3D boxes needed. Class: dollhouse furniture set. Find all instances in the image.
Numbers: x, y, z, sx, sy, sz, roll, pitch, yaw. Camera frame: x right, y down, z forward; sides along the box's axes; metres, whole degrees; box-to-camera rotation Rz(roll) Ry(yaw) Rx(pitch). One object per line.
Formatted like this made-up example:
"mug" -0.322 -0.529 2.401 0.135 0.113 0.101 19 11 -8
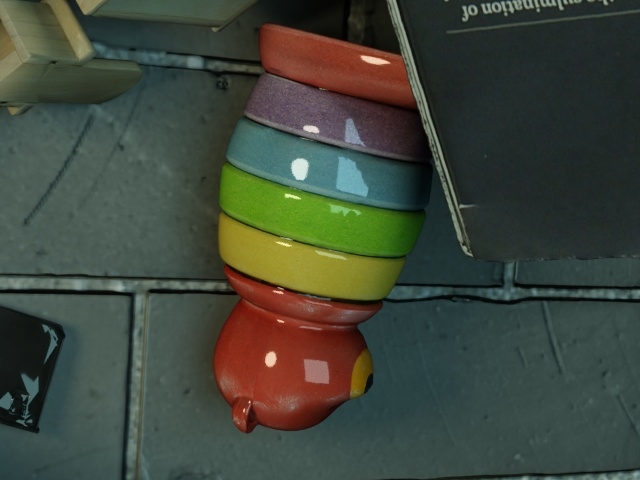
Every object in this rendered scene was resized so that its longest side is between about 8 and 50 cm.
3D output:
"dollhouse furniture set" -0.165 -0.312 1.005 0.355 0.303 0.174 60 25 11

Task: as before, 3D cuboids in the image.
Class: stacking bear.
"stacking bear" 0.000 0.000 1.087 0.164 0.175 0.289 16 98 12

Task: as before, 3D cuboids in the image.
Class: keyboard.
"keyboard" -0.271 0.086 1.020 0.180 0.023 0.108 20 78 -27

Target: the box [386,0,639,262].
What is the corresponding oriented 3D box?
"box" 0.235 -0.309 0.962 0.480 0.297 0.472 -54 135 -47
